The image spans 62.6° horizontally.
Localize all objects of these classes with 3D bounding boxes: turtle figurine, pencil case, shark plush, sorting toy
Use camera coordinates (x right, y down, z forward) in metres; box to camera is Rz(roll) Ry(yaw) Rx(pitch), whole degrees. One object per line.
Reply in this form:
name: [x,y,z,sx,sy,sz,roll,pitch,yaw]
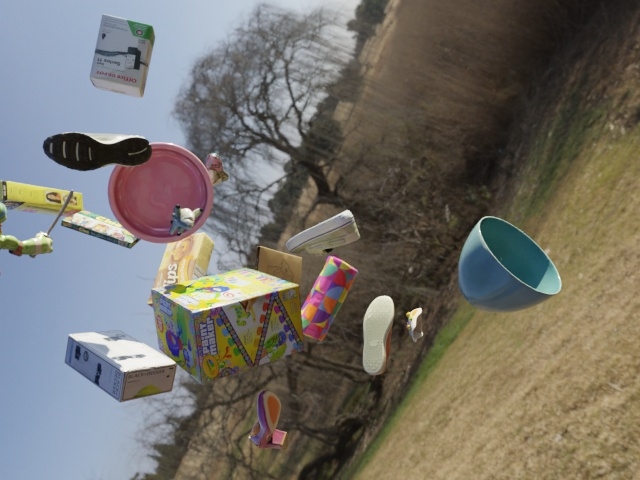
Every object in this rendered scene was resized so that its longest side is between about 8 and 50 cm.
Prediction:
turtle figurine: [-0.645,-0.017,1.052,0.266,0.198,0.274,-45,41,28]
pencil case: [0.016,0.156,1.452,0.236,0.105,0.104,-61,2,-6]
shark plush: [-0.379,-0.044,1.401,0.161,0.073,0.067,-17,70,42]
sorting toy: [0.263,0.244,1.473,0.075,0.045,0.083,-70,-25,-64]

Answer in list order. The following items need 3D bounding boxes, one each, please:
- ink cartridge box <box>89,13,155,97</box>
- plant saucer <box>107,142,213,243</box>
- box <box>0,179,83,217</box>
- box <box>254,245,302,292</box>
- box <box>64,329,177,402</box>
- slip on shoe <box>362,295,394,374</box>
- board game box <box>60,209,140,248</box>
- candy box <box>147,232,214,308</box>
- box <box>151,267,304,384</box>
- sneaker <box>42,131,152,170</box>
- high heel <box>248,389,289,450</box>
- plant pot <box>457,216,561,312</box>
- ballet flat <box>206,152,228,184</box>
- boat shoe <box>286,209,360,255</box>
ink cartridge box: [-0.605,-0.563,1.616,0.087,0.153,0.208,159,120,-77]
plant saucer: [-0.526,-0.158,1.752,0.331,0.332,0.084,-68,15,4]
box: [-0.805,-0.115,1.496,0.232,0.088,0.058,8,-111,-57]
box: [-0.144,0.118,1.801,0.021,0.201,0.164,-10,70,43]
box: [-0.558,0.340,1.463,0.169,0.290,0.087,5,-82,-54]
slip on shoe: [0.239,0.387,2.150,0.101,0.123,0.331,50,-136,-58]
board game box: [-0.795,-0.044,1.939,0.136,0.260,0.030,-82,11,-71]
candy box: [-0.556,0.128,2.118,0.087,0.183,0.316,53,-144,-47]
box: [-0.241,0.198,1.342,0.290,0.279,0.176,11,109,54]
sneaker: [-0.607,-0.245,1.431,0.108,0.272,0.100,22,111,46]
high heel: [-0.159,0.465,1.375,0.244,0.117,0.082,76,-154,-43]
plant pot: [0.520,0.101,1.546,0.195,0.290,0.290,-54,10,34]
ballet flat: [-0.400,-0.255,1.992,0.221,0.077,0.079,102,-167,-77]
boat shoe: [0.000,0.000,1.597,0.109,0.094,0.302,-25,0,-38]
